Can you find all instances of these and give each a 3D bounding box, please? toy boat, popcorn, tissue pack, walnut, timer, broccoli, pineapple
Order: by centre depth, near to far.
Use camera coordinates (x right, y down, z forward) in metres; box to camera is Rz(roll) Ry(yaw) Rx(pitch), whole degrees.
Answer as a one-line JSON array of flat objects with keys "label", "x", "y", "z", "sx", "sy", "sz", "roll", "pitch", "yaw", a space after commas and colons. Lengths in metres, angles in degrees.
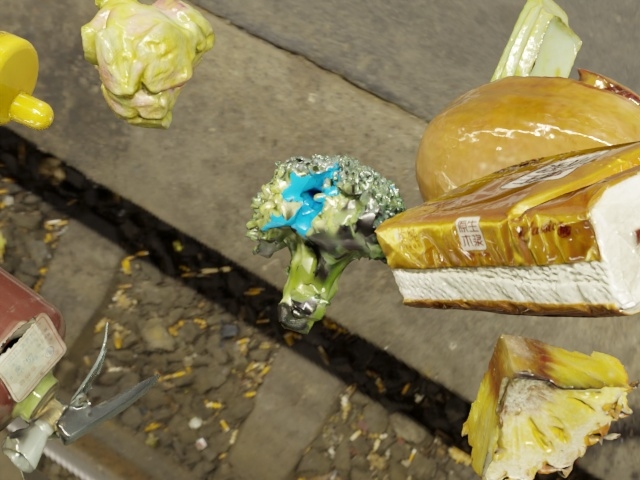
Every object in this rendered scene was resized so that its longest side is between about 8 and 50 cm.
[{"label": "tissue pack", "x": 0.179, "y": -0.009, "z": 0.683, "sx": 0.226, "sy": 0.183, "sz": 0.092, "roll": -7, "pitch": 105, "yaw": 59}, {"label": "popcorn", "x": -0.130, "y": -0.132, "z": 0.701, "sx": 0.089, "sy": 0.109, "sz": 0.097, "roll": 17, "pitch": 107, "yaw": -6}, {"label": "broccoli", "x": 0.000, "y": 0.000, "z": 0.833, "sx": 0.167, "sy": 0.154, "sz": 0.160, "roll": 11, "pitch": 72, "yaw": 18}, {"label": "walnut", "x": 0.235, "y": -0.068, "z": 0.975, "sx": 0.297, "sy": 0.203, "sz": 0.203, "roll": 17, "pitch": 102, "yaw": 42}, {"label": "timer", "x": -0.353, "y": -0.177, "z": 1.070, "sx": 0.109, "sy": 0.107, "sz": 0.107, "roll": 24, "pitch": 102, "yaw": 8}, {"label": "pineapple", "x": 0.273, "y": 0.203, "z": 1.199, "sx": 0.236, "sy": 0.114, "sz": 0.186, "roll": -37, "pitch": 120, "yaw": 14}, {"label": "toy boat", "x": 0.315, "y": -0.235, "z": 1.452, "sx": 0.084, "sy": 0.111, "sz": 0.276, "roll": 25, "pitch": 90, "yaw": 49}]

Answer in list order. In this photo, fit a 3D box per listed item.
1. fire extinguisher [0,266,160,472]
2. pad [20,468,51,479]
[{"label": "fire extinguisher", "x": -0.226, "y": 0.032, "z": 0.534, "sx": 0.269, "sy": 0.105, "sz": 0.105, "roll": 34, "pitch": 105, "yaw": 2}, {"label": "pad", "x": -0.240, "y": 0.434, "z": 1.214, "sx": 0.007, "sy": 0.247, "sz": 0.367, "roll": -42, "pitch": 125, "yaw": -5}]
